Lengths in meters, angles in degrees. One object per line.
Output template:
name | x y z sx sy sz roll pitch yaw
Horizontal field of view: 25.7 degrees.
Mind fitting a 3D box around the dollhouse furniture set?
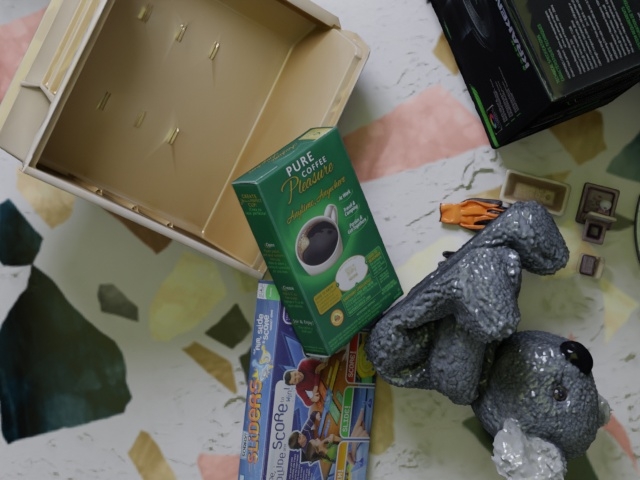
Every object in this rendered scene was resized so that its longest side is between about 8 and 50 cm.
dollhouse furniture set | 0.226 -0.021 1.339 0.114 0.081 0.091 15 89 5

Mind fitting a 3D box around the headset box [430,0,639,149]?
headset box | 0.186 -0.232 1.254 0.131 0.283 0.246 -22 87 -4

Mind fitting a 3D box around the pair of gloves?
pair of gloves | 0.153 0.000 1.380 0.074 0.010 0.083 1 90 3

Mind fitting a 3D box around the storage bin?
storage bin | -0.124 -0.140 1.284 0.262 0.123 0.260 26 90 -34

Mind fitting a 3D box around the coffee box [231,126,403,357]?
coffee box | 0.000 0.000 1.281 0.113 0.040 0.184 -39 116 -33

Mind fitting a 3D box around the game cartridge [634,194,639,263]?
game cartridge | 0.334 -0.006 1.364 0.056 0.017 0.083 -4 87 8

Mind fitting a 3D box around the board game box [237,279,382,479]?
board game box | -0.008 0.143 1.331 0.035 0.136 0.201 4 86 49

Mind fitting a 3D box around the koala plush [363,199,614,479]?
koala plush | 0.173 0.117 1.292 0.221 0.196 0.203 49 124 1
